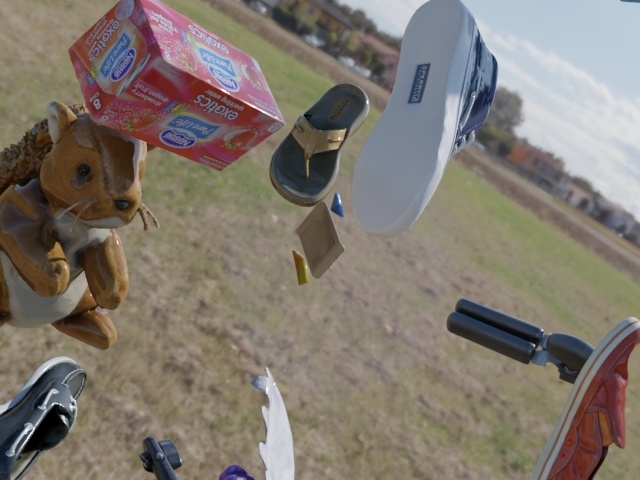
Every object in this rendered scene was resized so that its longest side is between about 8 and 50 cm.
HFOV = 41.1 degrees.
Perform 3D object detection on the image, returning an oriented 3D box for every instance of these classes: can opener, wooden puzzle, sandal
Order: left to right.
[{"bbox_3d":[-0.278,0.422,1.540,0.073,0.059,0.186,-20,36,-17],"label":"can opener"},{"bbox_3d":[0.000,0.000,1.034,0.014,0.116,0.078,1,61,-37],"label":"wooden puzzle"},{"bbox_3d":[0.001,-0.112,0.903,0.072,0.180,0.049,25,-32,10],"label":"sandal"},{"bbox_3d":[0.355,0.165,1.469,0.280,0.093,0.074,19,47,26],"label":"can opener"}]

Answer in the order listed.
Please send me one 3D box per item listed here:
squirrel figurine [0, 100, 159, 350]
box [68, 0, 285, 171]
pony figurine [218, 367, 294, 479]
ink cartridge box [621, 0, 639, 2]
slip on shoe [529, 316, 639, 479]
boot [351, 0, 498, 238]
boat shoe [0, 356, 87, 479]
[{"bbox_3d":[-0.406,-0.071,1.311,0.281,0.370,0.397,11,37,-36],"label":"squirrel figurine"},{"bbox_3d":[-0.180,-0.198,1.113,0.257,0.128,0.122,20,42,-56],"label":"box"},{"bbox_3d":[-0.068,0.388,1.078,0.303,0.363,0.351,-118,-170,-49],"label":"pony figurine"},{"bbox_3d":[0.359,-0.282,0.801,0.143,0.090,0.092,15,-16,32],"label":"ink cartridge box"},{"bbox_3d":[0.420,0.273,1.292,0.101,0.331,0.123,24,-2,28],"label":"slip on shoe"},{"bbox_3d":[0.087,-0.079,0.634,0.069,0.190,0.086,11,-15,39],"label":"boot"},{"bbox_3d":[-0.399,0.259,1.205,0.091,0.114,0.302,18,22,8],"label":"boat shoe"}]
